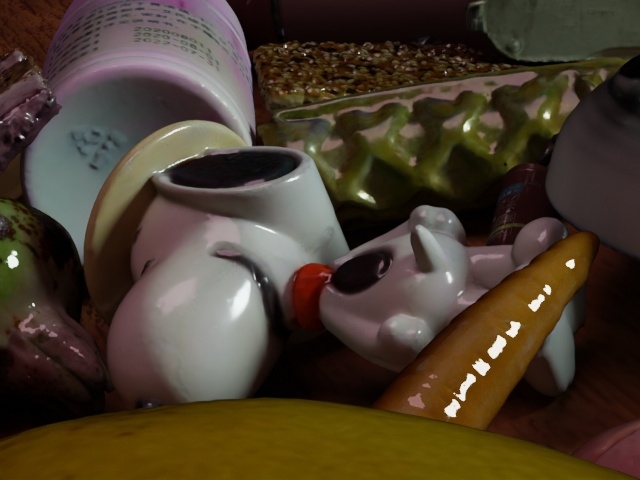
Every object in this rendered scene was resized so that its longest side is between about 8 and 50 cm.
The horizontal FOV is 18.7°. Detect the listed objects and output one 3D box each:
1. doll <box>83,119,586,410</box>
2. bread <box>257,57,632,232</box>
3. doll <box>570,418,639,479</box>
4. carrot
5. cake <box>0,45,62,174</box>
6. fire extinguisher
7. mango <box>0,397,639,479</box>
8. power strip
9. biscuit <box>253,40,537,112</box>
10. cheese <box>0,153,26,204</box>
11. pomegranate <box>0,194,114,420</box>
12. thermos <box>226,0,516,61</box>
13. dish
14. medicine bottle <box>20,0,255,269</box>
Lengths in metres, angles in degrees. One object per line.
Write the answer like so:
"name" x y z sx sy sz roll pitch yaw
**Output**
"doll" 0.005 0.019 1.065 0.271 0.144 0.208 -12 43 10
"bread" 0.097 -0.061 1.229 0.270 0.087 0.098 -8 -6 11
"doll" 0.162 0.108 0.713 0.262 0.093 0.211 8 -8 -11
"carrot" 0.040 0.094 0.863 0.069 0.069 0.336 8 44 41
"cake" -0.278 -0.006 1.193 0.295 0.112 0.116 -42 36 -9
"fire extinguisher" 0.118 -0.007 1.131 0.039 0.056 0.132 30 39 -9
"mango" 0.038 0.178 0.531 0.446 0.232 0.300 6 24 23
"power strip" 0.246 -0.166 1.373 0.286 0.080 0.048 -2 18 9
"biscuit" 0.073 -0.116 1.382 0.237 0.026 0.131 0 23 -6
"cheese" -0.375 -0.025 1.360 0.316 0.128 0.260 -29 29 -29
"pomegranate" -0.188 0.052 1.115 0.138 0.163 0.125 -36 -9 -37
"thermos" 0.048 -0.177 1.538 0.330 0.136 0.109 1 -1 31
"dish" 0.259 -0.070 1.012 0.273 0.133 0.273 4 20 -1
"medicine bottle" -0.121 -0.088 1.334 0.152 0.152 0.254 -12 22 2
